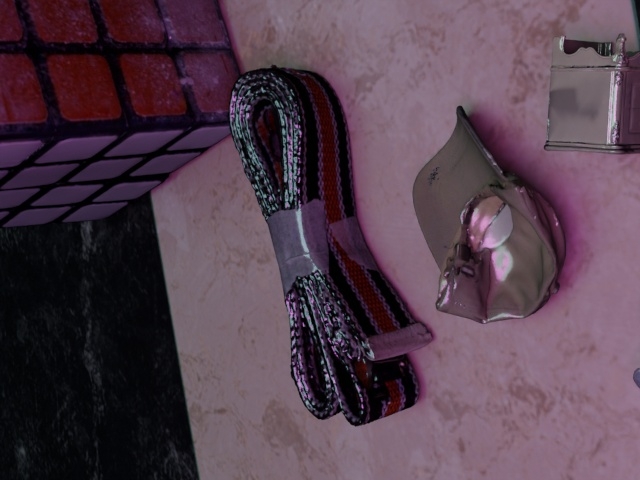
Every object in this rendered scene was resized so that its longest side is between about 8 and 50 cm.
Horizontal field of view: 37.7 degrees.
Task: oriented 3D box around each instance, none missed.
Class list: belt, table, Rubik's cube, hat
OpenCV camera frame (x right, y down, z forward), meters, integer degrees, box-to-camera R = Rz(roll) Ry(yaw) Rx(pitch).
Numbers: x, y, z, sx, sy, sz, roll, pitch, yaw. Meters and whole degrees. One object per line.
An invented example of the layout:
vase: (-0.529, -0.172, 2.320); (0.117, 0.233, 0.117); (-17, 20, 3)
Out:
belt: (0.000, 0.000, 0.915); (0.126, 0.094, 0.360); (-26, 78, 46)
table: (0.214, -0.107, 0.692); (0.062, 0.079, 0.083); (9, 102, 45)
Rubik's cube: (-0.337, -0.217, 1.040); (0.337, 0.343, 0.344); (-23, 80, 45)
hat: (0.148, -0.032, 0.790); (0.147, 0.085, 0.175); (120, 147, -46)

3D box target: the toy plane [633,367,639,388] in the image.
toy plane: (0.348, 0.087, 0.595); (0.267, 0.088, 0.212); (40, 125, 24)
